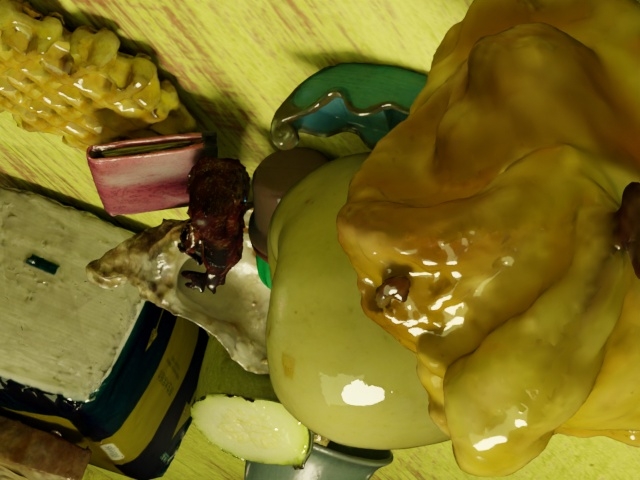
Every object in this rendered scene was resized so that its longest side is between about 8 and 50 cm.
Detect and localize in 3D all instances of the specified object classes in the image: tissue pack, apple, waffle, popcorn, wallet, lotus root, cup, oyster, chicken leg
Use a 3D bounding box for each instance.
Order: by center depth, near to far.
[{"bbox_3d":[0.135,-0.011,0.931,0.281,0.297,0.316,-16,171,41],"label":"popcorn"},{"bbox_3d":[0.068,0.054,1.234,0.262,0.262,0.262,22,161,8],"label":"apple"},{"bbox_3d":[-0.099,-0.020,1.378,0.063,0.105,0.234,2,158,-6],"label":"chicken leg"},{"bbox_3d":[-0.237,-0.143,1.405,0.291,0.051,0.291,21,161,7],"label":"waffle"},{"bbox_3d":[-0.159,-0.063,1.448,0.119,0.025,0.232,-6,170,-5],"label":"wallet"},{"bbox_3d":[-0.035,0.033,1.556,0.396,0.111,0.204,20,123,-6],"label":"oyster"},{"bbox_3d":[-0.387,0.260,1.870,0.170,0.074,0.261,29,161,-10],"label":"lotus root"},{"bbox_3d":[-0.024,0.305,1.917,0.199,0.150,0.199,21,-173,-3],"label":"cup"},{"bbox_3d":[-0.316,0.135,1.953,0.264,0.253,0.416,20,163,14],"label":"tissue pack"}]

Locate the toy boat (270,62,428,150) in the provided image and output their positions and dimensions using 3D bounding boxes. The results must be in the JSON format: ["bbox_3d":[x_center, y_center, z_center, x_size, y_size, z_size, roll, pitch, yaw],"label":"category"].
[{"bbox_3d":[0.052,-0.086,1.166,0.185,0.077,0.075,18,161,18],"label":"toy boat"}]

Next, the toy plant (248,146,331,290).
[{"bbox_3d":[0.000,0.000,1.411,0.143,0.105,0.200,2,142,19],"label":"toy plant"}]

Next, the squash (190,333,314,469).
[{"bbox_3d":[-0.089,0.131,1.691,0.137,0.287,0.137,-4,127,-6],"label":"squash"}]

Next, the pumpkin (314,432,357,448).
[{"bbox_3d":[0.024,0.175,1.803,0.190,0.146,0.190,12,-179,0],"label":"pumpkin"}]
